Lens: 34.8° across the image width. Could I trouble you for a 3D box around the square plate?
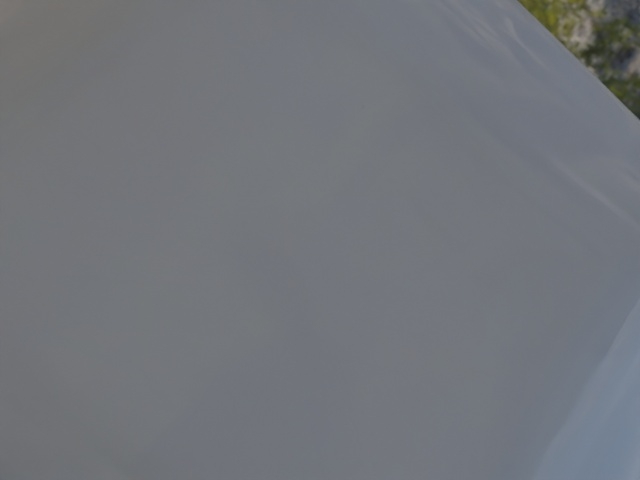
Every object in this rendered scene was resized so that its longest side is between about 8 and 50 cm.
[{"bbox_3d":[0.000,0.000,0.403,0.344,0.347,0.049,-51,5,-36],"label":"square plate"}]
